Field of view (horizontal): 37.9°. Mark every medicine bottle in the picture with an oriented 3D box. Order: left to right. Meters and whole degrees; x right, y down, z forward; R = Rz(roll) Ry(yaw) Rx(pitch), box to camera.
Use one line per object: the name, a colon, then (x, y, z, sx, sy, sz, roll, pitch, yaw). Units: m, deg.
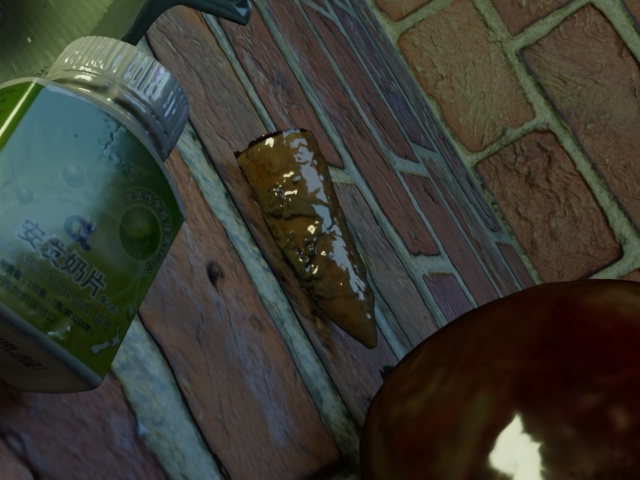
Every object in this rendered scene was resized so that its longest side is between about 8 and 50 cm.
medicine bottle: (-0.153, -0.023, 0.542, 0.132, 0.088, 0.188, 44, 53, -33)

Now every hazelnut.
hazelnut: (0.237, 0.213, 0.807, 0.421, 0.353, 0.421, 19, 13, -5)

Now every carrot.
carrot: (0.000, 0.000, 1.015, 0.263, 0.102, 0.102, 64, 19, 15)

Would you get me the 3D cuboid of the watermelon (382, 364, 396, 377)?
watermelon: (0.146, 0.212, 1.074, 0.080, 0.101, 0.155, 47, 27, -61)

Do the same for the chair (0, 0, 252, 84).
chair: (-0.207, -0.180, 0.632, 0.190, 0.203, 0.274, 48, 9, 8)
